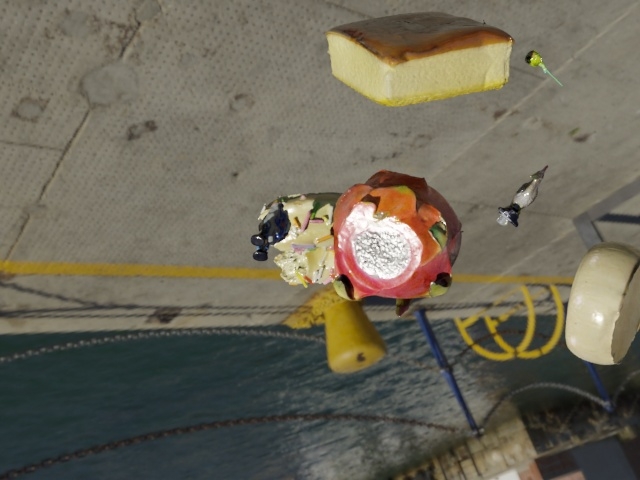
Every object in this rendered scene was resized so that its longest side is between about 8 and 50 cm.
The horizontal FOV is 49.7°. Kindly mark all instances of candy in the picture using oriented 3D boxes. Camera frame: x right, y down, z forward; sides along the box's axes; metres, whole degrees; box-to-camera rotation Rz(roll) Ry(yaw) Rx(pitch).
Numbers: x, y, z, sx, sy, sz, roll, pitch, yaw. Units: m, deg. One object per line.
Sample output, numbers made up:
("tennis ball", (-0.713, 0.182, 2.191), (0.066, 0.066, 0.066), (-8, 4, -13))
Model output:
("candy", (0.544, -0.414, 1.676), (0.123, 0.035, 0.035), (37, 113, -16))

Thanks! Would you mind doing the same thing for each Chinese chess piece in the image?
("Chinese chess piece", (0.580, 0.126, 1.386), (0.103, 0.250, 0.249), (16, 177, 36))

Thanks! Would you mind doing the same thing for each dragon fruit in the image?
("dragon fruit", (0.146, 0.008, 1.415), (0.290, 0.291, 0.189), (-39, -174, 36))

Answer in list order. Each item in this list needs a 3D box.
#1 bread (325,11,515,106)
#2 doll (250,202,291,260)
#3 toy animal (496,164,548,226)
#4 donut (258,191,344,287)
("bread", (0.221, -0.425, 1.578), (0.332, 0.323, 0.143), (-15, 121, -21))
("doll", (-0.106, -0.025, 1.514), (0.070, 0.195, 0.096), (9, 118, 13))
("toy animal", (0.537, -0.118, 1.834), (0.202, 0.070, 0.105), (-57, 171, 17))
("donut", (0.008, 0.002, 1.850), (0.307, 0.150, 0.371), (-9, 154, 1))
